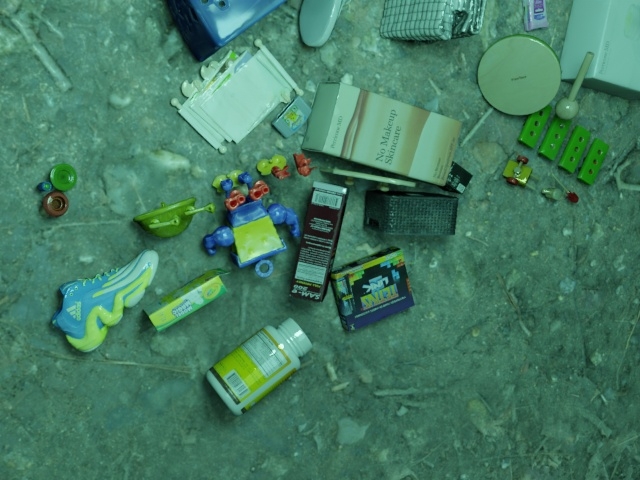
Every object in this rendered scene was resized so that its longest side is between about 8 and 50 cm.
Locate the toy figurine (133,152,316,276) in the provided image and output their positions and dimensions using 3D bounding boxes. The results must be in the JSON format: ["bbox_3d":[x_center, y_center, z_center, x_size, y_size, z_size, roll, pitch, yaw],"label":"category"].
[{"bbox_3d":[-0.156,-0.009,1.549,0.363,0.191,0.217,-23,112,-16],"label":"toy figurine"}]

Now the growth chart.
[{"bbox_3d":[-0.168,-0.294,1.578,0.237,0.021,0.172,-40,111,-11],"label":"growth chart"}]

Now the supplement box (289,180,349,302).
[{"bbox_3d":[0.000,0.000,1.630,0.073,0.130,0.239,13,95,4],"label":"supplement box"}]

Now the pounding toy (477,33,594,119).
[{"bbox_3d":[0.481,-0.381,1.769,0.237,0.110,0.182,16,126,15],"label":"pounding toy"}]

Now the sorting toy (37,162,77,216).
[{"bbox_3d":[-0.499,-0.095,1.472,0.061,0.042,0.101,17,80,-39],"label":"sorting toy"}]

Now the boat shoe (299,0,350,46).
[{"bbox_3d":[0.032,-0.510,1.582,0.084,0.095,0.258,10,98,-49],"label":"boat shoe"}]

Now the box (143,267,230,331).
[{"bbox_3d":[-0.261,0.113,1.563,0.179,0.105,0.043,-33,103,-14],"label":"box"}]

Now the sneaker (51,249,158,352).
[{"bbox_3d":[-0.420,0.096,1.504,0.126,0.091,0.240,38,85,-22],"label":"sneaker"}]

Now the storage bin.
[{"bbox_3d":[0.197,-0.061,1.711,0.180,0.122,0.084,0,99,-22],"label":"storage bin"}]

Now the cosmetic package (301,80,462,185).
[{"bbox_3d":[0.129,-0.223,1.652,0.296,0.129,0.153,12,96,-23],"label":"cosmetic package"}]

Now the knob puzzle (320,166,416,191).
[{"bbox_3d":[0.111,-0.120,1.626,0.213,0.213,0.029,8,95,-23],"label":"knob puzzle"}]

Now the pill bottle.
[{"bbox_3d":[-0.124,0.258,1.638,0.215,0.117,0.117,-37,110,-13],"label":"pill bottle"}]

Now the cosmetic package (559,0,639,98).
[{"bbox_3d":[0.704,-0.465,1.842,0.225,0.138,0.223,8,96,-22],"label":"cosmetic package"}]

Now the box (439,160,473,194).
[{"bbox_3d":[0.287,-0.143,1.754,0.062,0.083,0.052,32,87,-24],"label":"box"}]

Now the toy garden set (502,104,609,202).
[{"bbox_3d":[0.554,-0.191,1.878,0.244,0.049,0.203,27,87,-25],"label":"toy garden set"}]

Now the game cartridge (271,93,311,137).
[{"bbox_3d":[-0.057,-0.255,1.624,0.083,0.017,0.056,-49,134,-3],"label":"game cartridge"}]

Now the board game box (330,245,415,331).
[{"bbox_3d":[0.114,0.107,1.747,0.170,0.048,0.141,-20,105,-18],"label":"board game box"}]

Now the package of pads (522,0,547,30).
[{"bbox_3d":[0.492,-0.525,1.801,0.050,0.032,0.083,-14,104,-22],"label":"package of pads"}]

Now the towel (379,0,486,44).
[{"bbox_3d":[0.250,-0.538,1.593,0.121,0.235,0.283,6,97,-29],"label":"towel"}]

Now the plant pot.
[{"bbox_3d":[-0.176,-0.487,1.431,0.236,0.236,0.212,-39,105,-11],"label":"plant pot"}]
